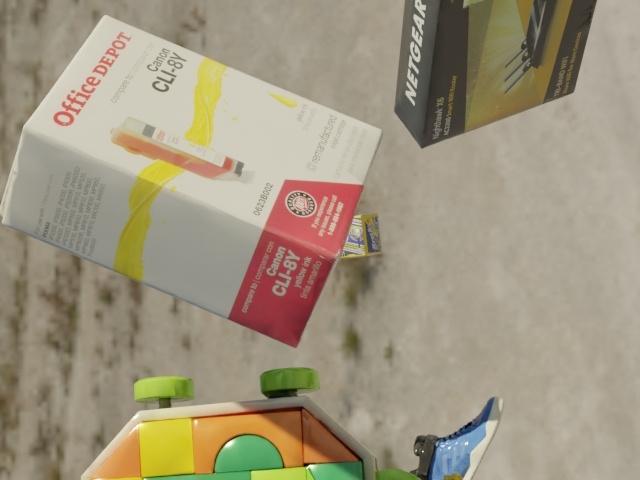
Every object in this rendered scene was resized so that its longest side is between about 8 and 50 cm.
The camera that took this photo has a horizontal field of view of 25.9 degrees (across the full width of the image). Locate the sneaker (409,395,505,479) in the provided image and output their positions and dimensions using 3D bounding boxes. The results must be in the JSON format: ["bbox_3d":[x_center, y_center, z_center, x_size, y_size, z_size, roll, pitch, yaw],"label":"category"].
[{"bbox_3d":[0.159,0.244,1.684,0.152,0.084,0.058,-65,-11,10],"label":"sneaker"}]

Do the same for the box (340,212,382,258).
[{"bbox_3d":[0.000,0.000,1.975,0.169,0.054,0.059,-7,89,31],"label":"box"}]

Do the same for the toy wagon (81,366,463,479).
[{"bbox_3d":[-0.040,0.248,1.240,0.068,0.344,0.267,54,-148,-76],"label":"toy wagon"}]

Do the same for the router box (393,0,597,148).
[{"bbox_3d":[0.225,-0.279,1.754,0.081,0.243,0.309,58,160,33],"label":"router box"}]

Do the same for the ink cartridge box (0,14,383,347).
[{"bbox_3d":[-0.148,-0.078,1.672,0.279,0.384,0.160,-69,2,-51],"label":"ink cartridge box"}]
